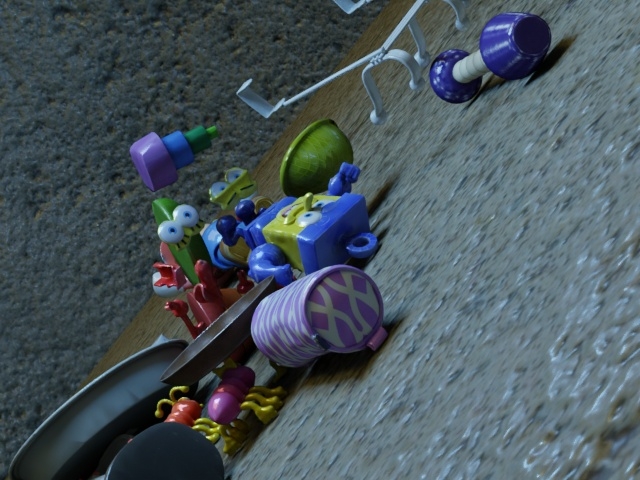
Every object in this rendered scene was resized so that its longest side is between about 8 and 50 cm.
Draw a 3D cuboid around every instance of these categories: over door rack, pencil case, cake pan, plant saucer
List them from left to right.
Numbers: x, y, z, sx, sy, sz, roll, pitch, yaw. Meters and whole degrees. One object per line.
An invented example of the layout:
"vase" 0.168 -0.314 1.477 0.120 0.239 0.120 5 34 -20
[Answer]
"cake pan" -0.278 0.245 1.807 0.293 0.054 0.293 -37 -14 -11
"plant saucer" -0.104 0.103 1.471 0.168 0.029 0.168 -41 6 5
"pencil case" -0.002 0.077 1.316 0.086 0.088 0.206 -56 10 -16
"over door rack" 0.076 -0.257 1.731 0.324 0.108 0.239 -4 43 52

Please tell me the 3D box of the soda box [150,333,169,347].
"soda box" -0.261 0.230 2.066 0.074 0.069 0.216 -47 8 20

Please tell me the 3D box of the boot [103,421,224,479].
"boot" -0.179 0.290 1.278 0.115 0.112 0.305 -57 5 33

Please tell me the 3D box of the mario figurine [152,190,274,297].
"mario figurine" -0.202 -0.002 2.410 0.198 0.170 0.320 -15 -3 -31

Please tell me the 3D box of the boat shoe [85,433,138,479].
"boat shoe" -0.277 0.334 1.794 0.065 0.075 0.206 8 -52 -47

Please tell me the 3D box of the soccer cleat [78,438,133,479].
"soccer cleat" -0.239 0.304 1.678 0.196 0.068 0.076 -37 43 33

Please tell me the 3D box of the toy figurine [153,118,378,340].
"toy figurine" 0.000 0.000 1.642 0.217 0.191 0.362 7 34 40

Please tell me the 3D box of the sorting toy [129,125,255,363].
"sorting toy" -0.125 0.000 1.726 0.126 0.365 0.127 -28 38 -14

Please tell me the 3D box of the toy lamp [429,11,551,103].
"toy lamp" 0.199 -0.213 1.592 0.080 0.080 0.275 -51 6 -10

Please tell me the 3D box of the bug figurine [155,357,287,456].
"bug figurine" -0.113 0.179 1.500 0.279 0.072 0.216 -45 9 25
